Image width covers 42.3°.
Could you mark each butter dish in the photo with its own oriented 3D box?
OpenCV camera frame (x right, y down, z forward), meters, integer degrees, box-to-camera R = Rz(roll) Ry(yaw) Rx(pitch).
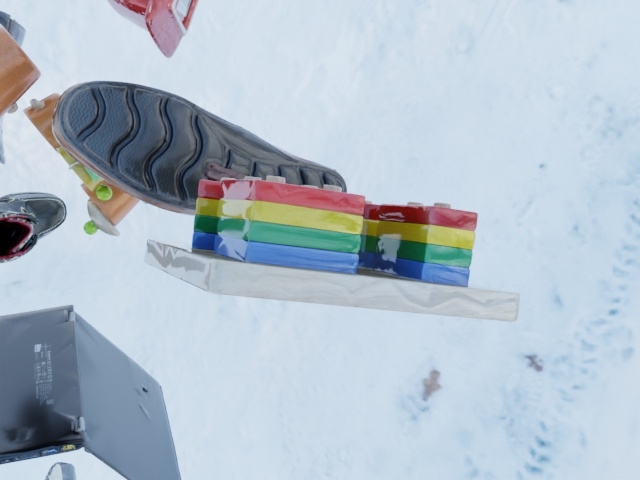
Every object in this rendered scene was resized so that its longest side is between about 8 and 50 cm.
[{"bbox_3d":[-0.188,-0.296,0.879,0.118,0.160,0.159,18,88,-1],"label":"butter dish"}]

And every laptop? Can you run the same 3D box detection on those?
[{"bbox_3d":[-0.468,0.318,1.452,0.408,0.382,0.236,-8,121,-15],"label":"laptop"}]

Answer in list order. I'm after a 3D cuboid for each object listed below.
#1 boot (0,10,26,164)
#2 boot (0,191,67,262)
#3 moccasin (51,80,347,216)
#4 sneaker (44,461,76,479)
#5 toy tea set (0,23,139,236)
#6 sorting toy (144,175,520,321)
[{"bbox_3d":[-0.531,-0.249,1.354,0.091,0.263,0.228,17,85,-19],"label":"boot"},{"bbox_3d":[-0.438,-0.017,1.187,0.236,0.179,0.085,-18,106,-46],"label":"boot"},{"bbox_3d":[-0.146,-0.098,1.022,0.380,0.147,0.139,11,89,-35],"label":"moccasin"},{"bbox_3d":[-0.306,0.425,1.085,0.122,0.110,0.283,0,50,-27],"label":"sneaker"},{"bbox_3d":[-0.364,-0.128,1.055,0.124,0.200,0.336,-40,109,-8],"label":"toy tea set"},{"bbox_3d":[0.000,0.000,0.726,0.257,0.255,0.089,7,91,-23],"label":"sorting toy"}]
